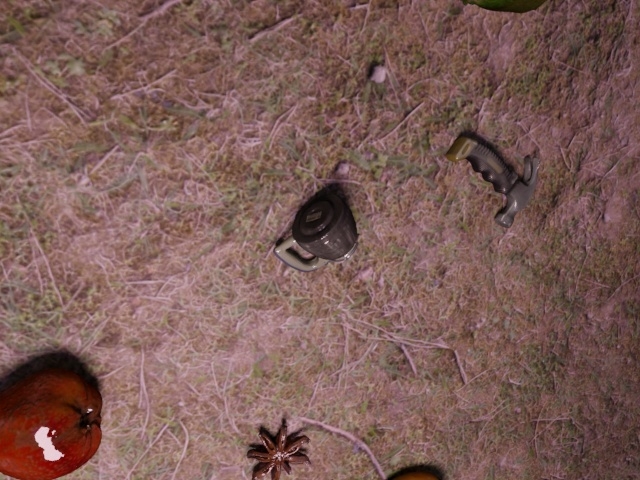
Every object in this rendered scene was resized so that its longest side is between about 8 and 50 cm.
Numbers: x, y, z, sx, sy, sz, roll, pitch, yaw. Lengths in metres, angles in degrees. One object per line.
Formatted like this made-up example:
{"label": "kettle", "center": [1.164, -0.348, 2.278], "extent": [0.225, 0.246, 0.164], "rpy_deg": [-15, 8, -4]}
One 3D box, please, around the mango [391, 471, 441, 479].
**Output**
{"label": "mango", "center": [0.209, 0.585, 1.012], "extent": [0.178, 0.090, 0.115], "rpy_deg": [8, 107, -14]}

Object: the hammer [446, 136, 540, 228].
{"label": "hammer", "center": [0.365, -0.144, 0.934], "extent": [0.227, 0.041, 0.158], "rpy_deg": [30, 90, -24]}

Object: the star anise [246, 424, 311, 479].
{"label": "star anise", "center": [-0.085, 0.423, 0.886], "extent": [0.141, 0.042, 0.141], "rpy_deg": [-5, 106, -18]}

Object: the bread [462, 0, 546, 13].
{"label": "bread", "center": [0.297, -0.543, 0.638], "extent": [0.129, 0.382, 0.366], "rpy_deg": [-9, 92, -15]}

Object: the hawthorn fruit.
{"label": "hawthorn fruit", "center": [-0.446, 0.286, 0.676], "extent": [0.204, 0.162, 0.162], "rpy_deg": [-11, 106, 1]}

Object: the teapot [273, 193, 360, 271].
{"label": "teapot", "center": [0.007, 0.001, 0.796], "extent": [0.149, 0.111, 0.108], "rpy_deg": [-51, 127, -10]}
